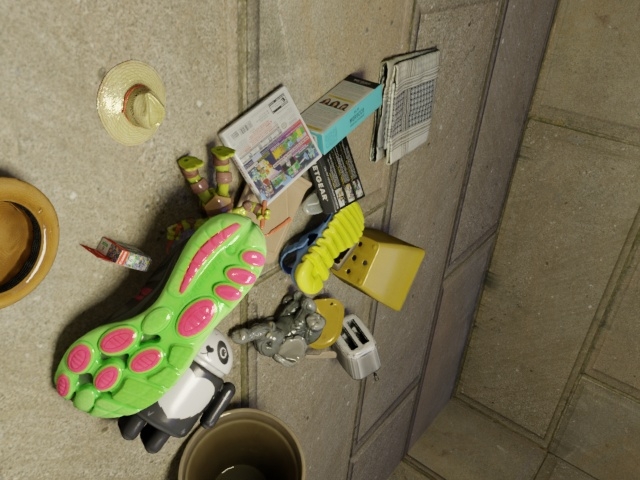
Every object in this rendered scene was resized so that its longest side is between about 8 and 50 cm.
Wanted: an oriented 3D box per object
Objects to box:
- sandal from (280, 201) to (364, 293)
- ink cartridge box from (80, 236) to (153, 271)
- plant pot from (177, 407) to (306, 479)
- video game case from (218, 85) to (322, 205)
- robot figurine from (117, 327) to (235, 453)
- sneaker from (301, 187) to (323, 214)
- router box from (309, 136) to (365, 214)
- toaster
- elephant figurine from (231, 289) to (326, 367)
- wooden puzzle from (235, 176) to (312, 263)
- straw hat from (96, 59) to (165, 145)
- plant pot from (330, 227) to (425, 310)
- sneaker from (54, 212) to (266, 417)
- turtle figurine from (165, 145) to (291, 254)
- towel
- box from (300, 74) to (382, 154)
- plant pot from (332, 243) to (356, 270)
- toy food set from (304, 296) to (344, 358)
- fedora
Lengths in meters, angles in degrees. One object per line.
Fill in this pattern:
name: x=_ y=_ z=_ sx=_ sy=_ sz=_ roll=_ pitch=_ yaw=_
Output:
sandal: x=0.000 y=0.000 z=1.466 sx=0.317 sy=0.138 sz=0.126 roll=-47 pitch=128 yaw=-31
ink cartridge box: x=-0.362 y=0.021 z=0.978 sx=0.029 sy=0.062 sz=0.115 roll=-63 pitch=150 yaw=-1
plant pot: x=-0.213 y=0.659 z=1.483 sx=0.323 sy=0.323 sz=0.280 roll=-43 pitch=160 yaw=-33
video game case: x=-0.102 y=-0.206 z=1.189 sx=0.201 sy=0.023 sz=0.184 roll=-46 pitch=119 yaw=-30
robot figurine: x=-0.306 y=0.301 z=1.159 sx=0.278 sy=0.173 sz=0.209 roll=-55 pitch=151 yaw=-15
sneaker: x=-0.003 y=-0.111 z=1.435 sx=0.152 sy=0.061 sz=0.054 roll=-43 pitch=110 yaw=-38
router box: x=0.037 y=-0.173 z=1.402 sx=0.133 sy=0.046 sz=0.179 roll=-30 pitch=106 yaw=-44
toaster: x=0.114 y=0.352 z=1.811 sx=0.129 sy=0.227 sz=0.147 roll=-26 pitch=136 yaw=-11
elephant figurine: x=-0.113 y=0.258 z=1.484 sx=0.239 sy=0.186 sz=0.169 roll=-37 pitch=-176 yaw=-22
wooden puzzle: x=-0.134 y=-0.065 z=1.300 sx=0.239 sy=0.044 sz=0.221 roll=-62 pitch=150 yaw=3
straw hat: x=-0.293 y=-0.221 z=0.913 sx=0.144 sy=0.061 sz=0.145 roll=-36 pitch=139 yaw=-39
plant pot: x=0.160 y=0.072 z=1.707 sx=0.187 sy=0.212 sz=0.212 roll=21 pitch=94 yaw=-47
sneaker: x=-0.284 y=0.145 z=1.036 sx=0.482 sy=0.185 sz=0.202 roll=-42 pitch=-172 yaw=-1
turtle figurine: x=-0.199 y=-0.080 z=1.119 sx=0.269 sy=0.087 sz=0.218 roll=-15 pitch=125 yaw=-13
towel: x=0.266 y=-0.405 z=1.656 sx=0.324 sy=0.056 sz=0.313 roll=-30 pitch=135 yaw=-43
box: x=0.043 y=-0.311 z=1.332 sx=0.244 sy=0.100 sz=0.060 roll=-45 pitch=145 yaw=-30
plant pot: x=0.040 y=0.025 z=1.574 sx=0.109 sy=0.109 sz=0.096 roll=-52 pitch=159 yaw=-21
toy food set: x=-0.002 y=0.266 z=1.724 sx=0.128 sy=0.071 sz=0.218 roll=-3 pitch=113 yaw=-27
fedora: x=-0.472 y=0.000 z=0.778 sx=0.194 sy=0.079 sz=0.195 roll=-32 pitch=131 yaw=-47
